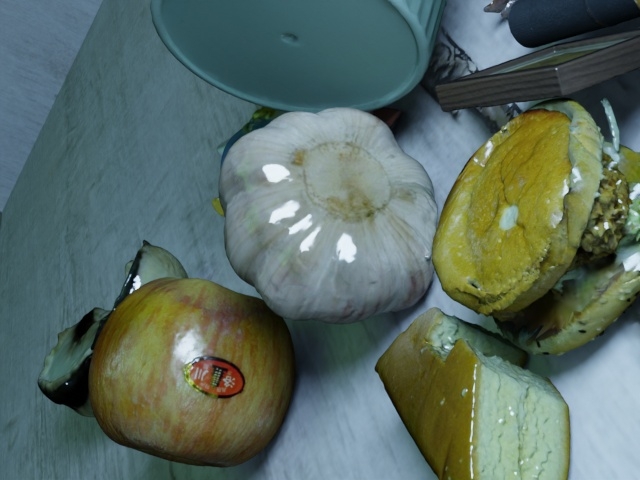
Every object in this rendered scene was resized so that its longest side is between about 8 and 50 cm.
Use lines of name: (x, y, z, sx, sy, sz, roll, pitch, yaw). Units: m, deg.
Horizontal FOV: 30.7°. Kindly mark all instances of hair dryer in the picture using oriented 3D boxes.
hair dryer: (0.245, -0.257, 0.951, 0.173, 0.050, 0.194, -8, 57, 55)

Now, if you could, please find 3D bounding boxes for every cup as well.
cup: (0.030, -0.334, 1.163, 0.310, 0.401, 0.392, -8, 60, 37)

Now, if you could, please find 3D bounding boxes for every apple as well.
apple: (-0.132, 0.136, 1.209, 0.211, 0.211, 0.187, -11, 64, 63)

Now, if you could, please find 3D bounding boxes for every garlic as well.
garlic: (0.000, 0.000, 1.101, 0.212, 0.219, 0.218, 119, 162, -59)

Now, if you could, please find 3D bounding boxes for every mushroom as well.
mushroom: (-0.277, 0.134, 1.643, 0.344, 0.130, 0.247, -42, 18, 43)

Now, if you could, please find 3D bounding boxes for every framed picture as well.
framed picture: (0.183, -0.133, 0.894, 0.168, 0.128, 0.023, 6, 116, 66)

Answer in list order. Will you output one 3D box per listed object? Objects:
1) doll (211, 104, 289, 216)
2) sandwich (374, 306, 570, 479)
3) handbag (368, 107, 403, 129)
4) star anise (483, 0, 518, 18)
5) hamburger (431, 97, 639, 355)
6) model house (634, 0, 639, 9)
doll: (-0.060, -0.136, 1.436, 0.135, 0.099, 0.241, -24, 50, 64)
sandwich: (0.114, 0.113, 0.858, 0.088, 0.090, 0.244, -67, 21, 12)
handbag: (0.004, -0.057, 1.275, 0.212, 0.059, 0.157, -66, 23, 1)
star anise: (0.195, -0.259, 1.065, 0.141, 0.042, 0.141, -41, 38, 43)
hamburger: (0.172, -0.013, 0.834, 0.185, 0.113, 0.177, -60, 17, -4)
model house: (0.269, -0.220, 0.654, 0.199, 0.229, 0.219, -23, 48, 51)
